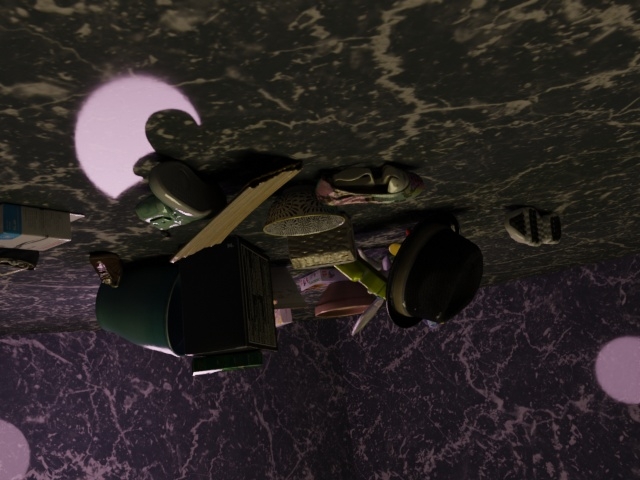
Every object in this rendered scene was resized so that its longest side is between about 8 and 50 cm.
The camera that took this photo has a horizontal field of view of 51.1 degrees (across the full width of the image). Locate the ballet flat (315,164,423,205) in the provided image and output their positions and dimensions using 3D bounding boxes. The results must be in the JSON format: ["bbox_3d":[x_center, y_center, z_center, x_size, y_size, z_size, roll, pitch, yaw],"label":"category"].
[{"bbox_3d":[0.101,-0.113,1.303,0.221,0.077,0.079,-5,149,-9],"label":"ballet flat"}]

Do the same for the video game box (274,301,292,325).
[{"bbox_3d":[-0.169,0.221,2.443,0.048,0.187,0.205,-2,168,-24],"label":"video game box"}]

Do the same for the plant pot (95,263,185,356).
[{"bbox_3d":[-0.501,0.191,1.963,0.255,0.271,0.271,5,171,14],"label":"plant pot"}]

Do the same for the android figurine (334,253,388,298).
[{"bbox_3d":[0.114,0.086,1.849,0.056,0.273,0.248,-51,161,5],"label":"android figurine"}]

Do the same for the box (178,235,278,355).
[{"bbox_3d":[-0.252,0.167,1.851,0.183,0.296,0.294,-9,166,10],"label":"box"}]

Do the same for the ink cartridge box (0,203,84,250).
[{"bbox_3d":[-0.571,-0.022,1.327,0.104,0.060,0.180,-16,166,34],"label":"ink cartridge box"}]

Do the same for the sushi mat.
[{"bbox_3d":[-0.163,-0.049,1.265,0.151,0.019,0.316,-27,173,-46],"label":"sushi mat"}]

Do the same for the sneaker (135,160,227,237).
[{"bbox_3d":[-0.278,-0.064,1.198,0.151,0.094,0.256,-16,169,11],"label":"sneaker"}]

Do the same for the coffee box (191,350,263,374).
[{"bbox_3d":[-0.252,0.330,1.796,0.184,0.040,0.113,-4,166,-15],"label":"coffee box"}]

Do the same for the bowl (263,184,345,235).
[{"bbox_3d":[-0.037,-0.067,1.388,0.170,0.080,0.170,-6,169,-1],"label":"bowl"}]

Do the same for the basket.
[{"bbox_3d":[0.000,0.000,1.668,0.167,0.113,0.103,-8,164,5],"label":"basket"}]

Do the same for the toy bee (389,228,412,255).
[{"bbox_3d":[0.302,0.031,1.963,0.195,0.162,0.298,-6,-164,4],"label":"toy bee"}]

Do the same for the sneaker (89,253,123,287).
[{"bbox_3d":[-0.568,0.081,1.800,0.066,0.071,0.188,-7,169,-1],"label":"sneaker"}]

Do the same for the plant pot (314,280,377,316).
[{"bbox_3d":[0.090,0.214,2.492,0.237,0.109,0.237,-8,167,-2],"label":"plant pot"}]

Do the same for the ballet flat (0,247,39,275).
[{"bbox_3d":[-0.747,0.045,1.527,0.203,0.074,0.074,3,165,-39],"label":"ballet flat"}]

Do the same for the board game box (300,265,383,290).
[{"bbox_3d":[0.098,0.145,2.566,0.305,0.053,0.193,-2,166,-25],"label":"board game box"}]

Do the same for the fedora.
[{"bbox_3d":[0.318,0.096,1.752,0.152,0.334,0.334,22,-170,39],"label":"fedora"}]

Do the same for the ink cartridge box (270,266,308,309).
[{"bbox_3d":[-0.204,0.174,2.158,0.275,0.239,0.060,-2,123,-23],"label":"ink cartridge box"}]

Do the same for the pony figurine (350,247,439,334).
[{"bbox_3d":[0.250,0.166,2.222,0.363,0.303,0.351,18,149,10],"label":"pony figurine"}]

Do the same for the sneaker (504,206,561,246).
[{"bbox_3d":[0.583,-0.032,1.908,0.118,0.110,0.292,-5,172,39],"label":"sneaker"}]
